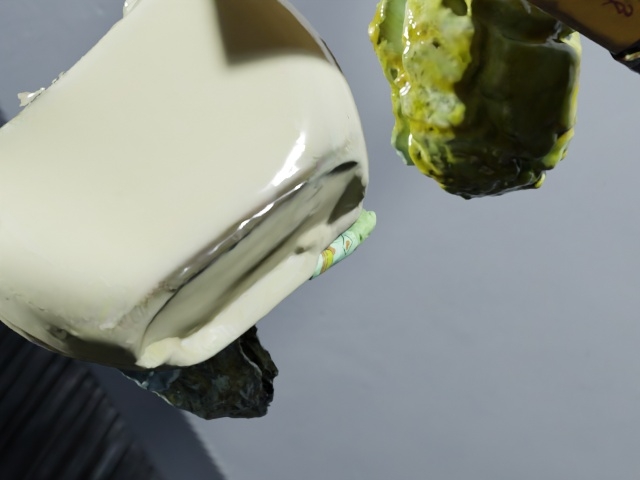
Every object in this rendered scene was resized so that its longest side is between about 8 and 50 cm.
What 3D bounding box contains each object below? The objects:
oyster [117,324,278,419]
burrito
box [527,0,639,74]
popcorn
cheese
[{"bbox_3d":[-0.143,0.038,1.342,0.162,0.158,0.351,-17,115,37],"label":"oyster"},{"bbox_3d":[0.000,0.000,2.293,0.104,0.288,0.054,9,110,24],"label":"burrito"},{"bbox_3d":[0.138,-0.266,0.953,0.116,0.264,0.415,-39,146,25],"label":"box"},{"bbox_3d":[0.136,-0.146,1.268,0.183,0.204,0.221,-5,109,20],"label":"popcorn"},{"bbox_3d":[-0.108,-0.051,0.914,0.233,0.266,0.127,43,159,14],"label":"cheese"}]
